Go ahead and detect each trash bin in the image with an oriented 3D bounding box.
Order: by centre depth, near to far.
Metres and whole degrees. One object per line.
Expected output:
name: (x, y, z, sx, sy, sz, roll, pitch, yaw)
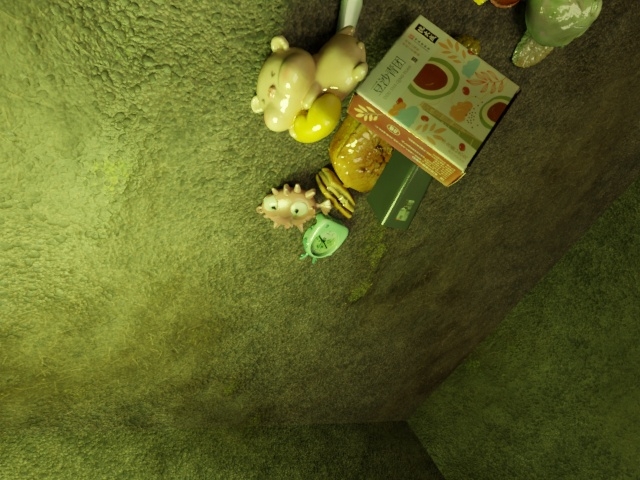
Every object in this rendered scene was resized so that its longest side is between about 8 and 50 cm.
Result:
trash bin: (0.267, -0.177, 1.421, 0.115, 0.165, 0.225, 10, 124, -24)

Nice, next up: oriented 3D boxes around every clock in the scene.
clock: (0.000, 0.000, 1.707, 0.159, 0.066, 0.211, 24, 111, -43)

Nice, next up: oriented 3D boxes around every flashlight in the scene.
flashlight: (0.070, -0.611, 1.252, 0.093, 0.047, 0.200, 0, 123, -24)

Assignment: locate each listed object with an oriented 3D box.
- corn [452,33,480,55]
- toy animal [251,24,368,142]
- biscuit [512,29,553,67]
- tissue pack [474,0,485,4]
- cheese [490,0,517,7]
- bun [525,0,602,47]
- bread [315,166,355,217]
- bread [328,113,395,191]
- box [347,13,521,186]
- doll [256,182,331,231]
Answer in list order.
corn: (0.375, -0.560, 1.441, 0.363, 0.120, 0.120, -35, 137, -1)
toy animal: (-0.047, -0.427, 1.172, 0.247, 0.277, 0.345, 28, 128, -27)
biscuit: (0.822, -0.759, 1.616, 0.265, 0.040, 0.188, -38, 137, -1)
tissue pack: (0.360, -0.815, 1.003, 0.382, 0.228, 0.293, 30, 138, -23)
cheese: (0.568, -0.844, 1.315, 0.329, 0.129, 0.217, 8, 120, -36)
bun: (0.838, -0.801, 1.453, 0.283, 0.179, 0.283, -8, 109, -26)
bread: (0.062, -0.172, 1.565, 0.077, 0.116, 0.200, -39, 137, 10)
bread: (0.179, -0.318, 1.485, 0.312, 0.172, 0.312, -18, 138, -17)
box: (0.337, -0.415, 1.283, 0.344, 0.385, 0.122, -53, 179, -16)
doll: (-0.092, -0.116, 1.505, 0.262, 0.093, 0.211, 3, 137, -3)
